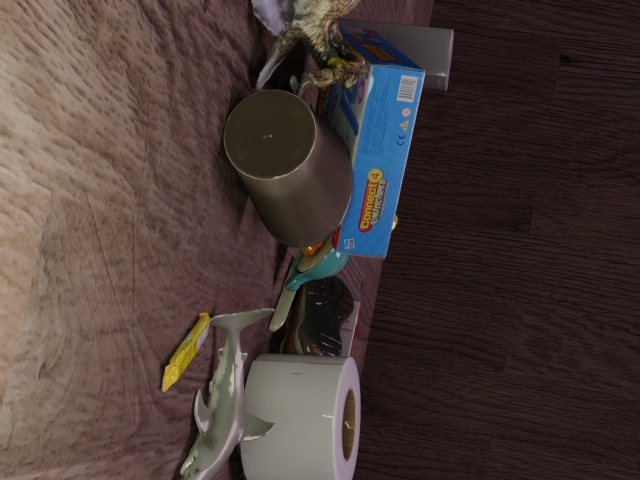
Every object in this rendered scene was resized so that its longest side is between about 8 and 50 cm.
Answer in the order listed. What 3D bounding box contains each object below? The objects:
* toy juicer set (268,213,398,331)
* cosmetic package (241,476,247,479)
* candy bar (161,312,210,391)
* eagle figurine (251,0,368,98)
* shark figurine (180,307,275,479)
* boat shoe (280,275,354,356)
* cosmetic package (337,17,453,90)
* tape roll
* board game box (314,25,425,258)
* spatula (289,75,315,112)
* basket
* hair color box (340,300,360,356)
[{"bbox_3d":[0.000,0.000,1.985,0.329,0.089,0.209,-43,-159,20],"label":"toy juicer set"},{"bbox_3d":[-0.074,0.542,1.808,0.453,0.230,0.161,-11,112,-80],"label":"cosmetic package"},{"bbox_3d":[-0.175,0.143,1.397,0.161,0.018,0.040,-62,164,-64],"label":"candy bar"},{"bbox_3d":[-0.009,-0.362,1.478,0.226,0.225,0.298,-1,-66,60],"label":"eagle figurine"},{"bbox_3d":[-0.119,0.235,1.561,0.166,0.116,0.278,52,51,-80],"label":"shark figurine"},{"bbox_3d":[-0.021,0.171,2.146,0.120,0.122,0.324,-48,-170,27],"label":"boat shoe"},{"bbox_3d":[0.137,-0.361,2.061,0.127,0.238,0.107,29,71,-80],"label":"cosmetic package"},{"bbox_3d":[-0.030,0.326,1.908,0.246,0.169,0.246,2,90,-77],"label":"tape roll"},{"bbox_3d":[0.060,-0.171,1.749,0.302,0.086,0.308,-119,-143,-65],"label":"board game box"},{"bbox_3d":[-0.046,-0.171,1.792,0.242,0.019,0.168,59,50,-76],"label":"spatula"},{"bbox_3d":[-0.047,-0.116,1.506,0.227,0.154,0.204,54,36,-72],"label":"basket"},{"bbox_3d":[0.037,0.223,2.566,0.053,0.093,0.167,70,32,-74],"label":"hair color box"}]
